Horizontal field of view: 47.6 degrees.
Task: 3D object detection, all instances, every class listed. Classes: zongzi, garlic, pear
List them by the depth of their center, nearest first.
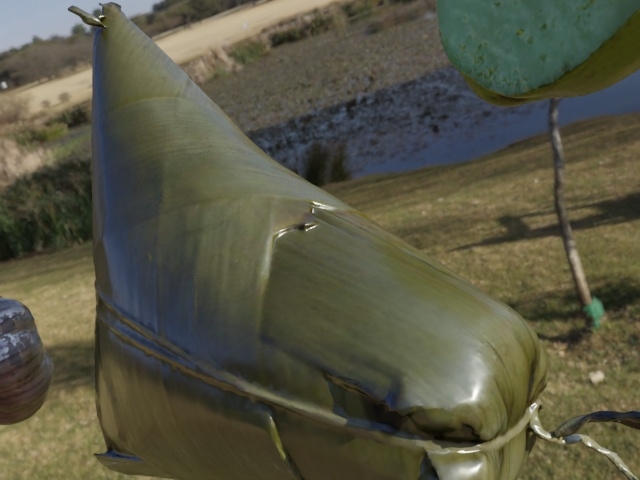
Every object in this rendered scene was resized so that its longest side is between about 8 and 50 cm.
[{"bbox_3d":[0.000,0.000,0.470,0.447,0.418,0.181,-5,5,40],"label":"zongzi"},{"bbox_3d":[0.219,-0.226,0.613,0.159,0.292,0.292,-1,1,-35],"label":"pear"},{"bbox_3d":[-0.346,0.125,0.758,0.102,0.147,0.159,-35,4,-34],"label":"garlic"}]
